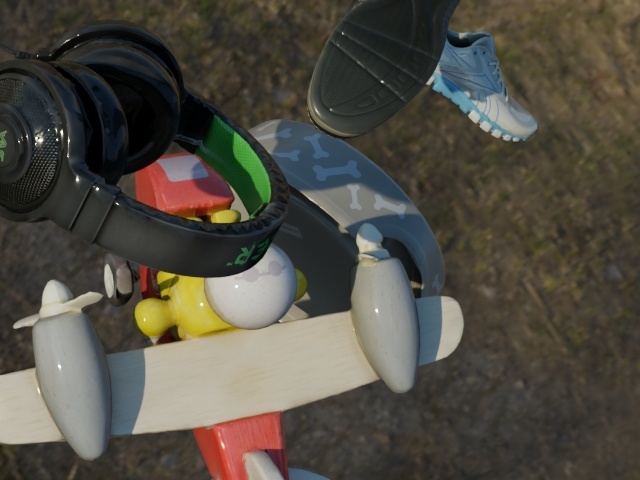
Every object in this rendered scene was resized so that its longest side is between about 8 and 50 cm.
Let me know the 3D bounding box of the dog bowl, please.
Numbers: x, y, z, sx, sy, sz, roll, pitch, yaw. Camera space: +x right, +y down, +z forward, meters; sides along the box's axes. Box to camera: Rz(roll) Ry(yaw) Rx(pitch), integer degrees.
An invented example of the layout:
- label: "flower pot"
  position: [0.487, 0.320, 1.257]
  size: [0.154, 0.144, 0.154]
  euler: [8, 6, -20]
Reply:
- label: "dog bowl"
  position: [0.000, 0.000, 1.637]
  size: [0.349, 0.349, 0.102]
  euler: [44, 65, -5]

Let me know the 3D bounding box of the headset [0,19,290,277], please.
- label: "headset"
  position: [-0.219, -0.085, 1.155]
  size: [0.394, 0.185, 0.243]
  euler: [34, 27, 2]

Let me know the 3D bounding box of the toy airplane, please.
- label: "toy airplane"
  position: [-0.086, 0.109, 1.308]
  size: [0.384, 0.272, 0.386]
  euler: [31, 55, 2]

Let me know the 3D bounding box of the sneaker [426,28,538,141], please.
- label: "sneaker"
  position: [0.177, -0.183, 1.499]
  size: [0.191, 0.083, 0.071]
  euler: [33, 26, -18]

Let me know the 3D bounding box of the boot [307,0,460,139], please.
- label: "boot"
  position: [0.043, -0.151, 1.161]
  size: [0.085, 0.178, 0.236]
  euler: [33, 63, -4]
